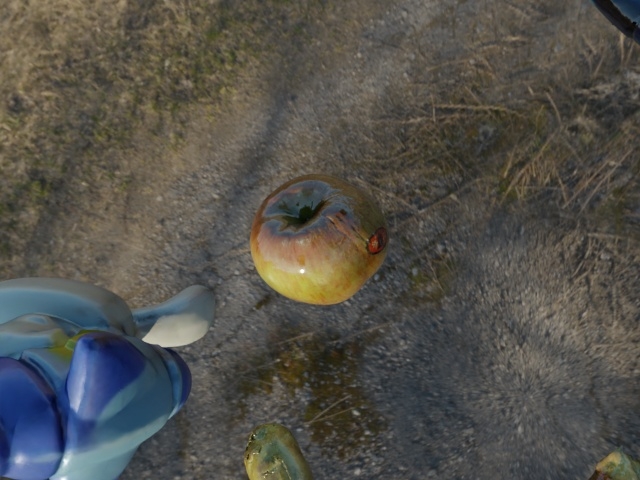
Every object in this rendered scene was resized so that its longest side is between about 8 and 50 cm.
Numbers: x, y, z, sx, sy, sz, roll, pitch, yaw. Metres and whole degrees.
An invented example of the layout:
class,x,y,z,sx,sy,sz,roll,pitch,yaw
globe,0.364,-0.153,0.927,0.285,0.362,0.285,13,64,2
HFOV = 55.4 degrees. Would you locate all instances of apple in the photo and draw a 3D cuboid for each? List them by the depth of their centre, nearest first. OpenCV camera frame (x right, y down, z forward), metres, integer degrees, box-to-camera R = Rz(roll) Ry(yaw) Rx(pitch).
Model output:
class,x,y,z,sx,sy,sz,roll,pitch,yaw
apple,-0.003,0.001,0.564,0.126,0.102,0.126,-11,49,12

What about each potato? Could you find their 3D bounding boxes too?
class,x,y,z,sx,sy,sz,roll,pitch,yaw
potato,-0.065,0.367,0.961,0.170,0.080,0.107,55,131,34

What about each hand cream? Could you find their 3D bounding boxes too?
class,x,y,z,sx,sy,sz,roll,pitch,yaw
hand cream,0.355,-0.322,0.739,0.120,0.061,0.270,-14,61,-25

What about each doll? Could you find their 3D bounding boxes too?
class,x,y,z,sx,sy,sz,roll,pitch,yaw
doll,-0.280,0.149,0.647,0.376,0.187,0.365,-19,24,-13

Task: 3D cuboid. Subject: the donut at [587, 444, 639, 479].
class,x,y,z,sx,sy,sz,roll,pitch,yaw
donut,0.280,0.325,0.463,0.151,0.112,0.295,-42,86,14
